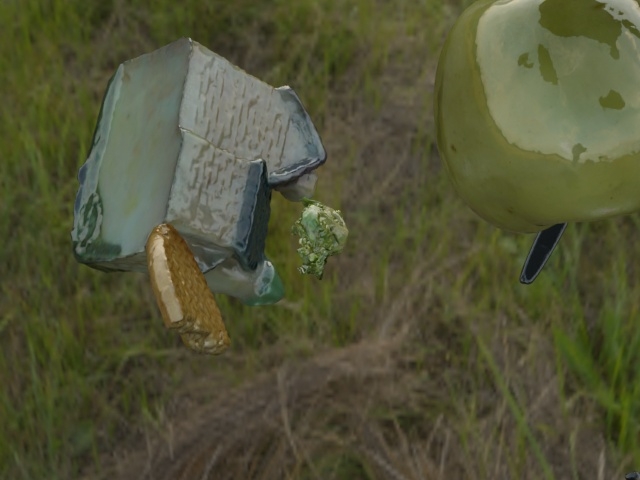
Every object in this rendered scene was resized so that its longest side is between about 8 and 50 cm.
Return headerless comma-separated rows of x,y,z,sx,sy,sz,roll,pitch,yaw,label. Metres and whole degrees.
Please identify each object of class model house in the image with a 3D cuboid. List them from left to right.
-0.142,-0.071,1.952,0.284,0.243,0.298,21,70,-32,model house

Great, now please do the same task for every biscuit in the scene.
-0.152,0.052,1.608,0.033,0.224,0.144,-21,78,4,biscuit

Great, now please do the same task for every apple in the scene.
0.235,-0.129,1.417,0.262,0.262,0.262,0,47,0,apple

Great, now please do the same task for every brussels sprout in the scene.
0.000,0.000,1.548,0.058,0.085,0.085,13,47,-8,brussels sprout

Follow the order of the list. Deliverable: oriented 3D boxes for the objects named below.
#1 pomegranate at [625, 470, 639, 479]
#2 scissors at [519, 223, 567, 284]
0.320,0.323,1.335,0.156,0.156,0.220,-8,68,-7,pomegranate
0.282,-0.045,1.687,0.088,0.017,0.220,28,78,5,scissors
